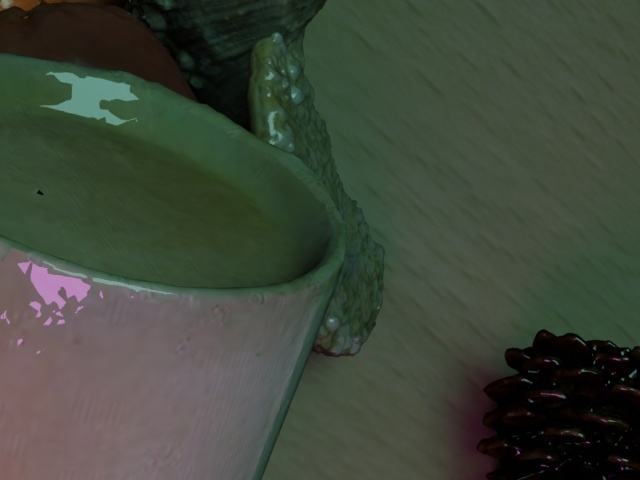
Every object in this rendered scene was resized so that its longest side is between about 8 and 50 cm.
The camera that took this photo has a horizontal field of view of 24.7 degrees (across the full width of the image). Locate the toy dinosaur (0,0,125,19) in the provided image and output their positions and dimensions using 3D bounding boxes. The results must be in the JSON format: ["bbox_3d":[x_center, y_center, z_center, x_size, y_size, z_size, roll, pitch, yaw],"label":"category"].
[{"bbox_3d":[-0.192,-0.167,0.936,0.279,0.055,0.101,-34,116,-32],"label":"toy dinosaur"}]

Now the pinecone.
[{"bbox_3d":[0.185,0.157,1.014,0.163,0.163,0.165,24,67,-23],"label":"pinecone"}]

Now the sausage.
[{"bbox_3d":[-0.121,-0.014,0.881,0.152,0.152,0.279,-28,93,-33],"label":"sausage"}]

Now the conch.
[{"bbox_3d":[-0.049,-0.152,0.954,0.178,0.163,0.245,-24,123,-58],"label":"conch"}]

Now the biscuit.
[{"bbox_3d":[-0.001,0.000,0.918,0.250,0.032,0.133,65,24,-49],"label":"biscuit"}]

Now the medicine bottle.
[{"bbox_3d":[-0.160,0.135,0.731,0.236,0.235,0.406,8,116,-29],"label":"medicine bottle"}]
